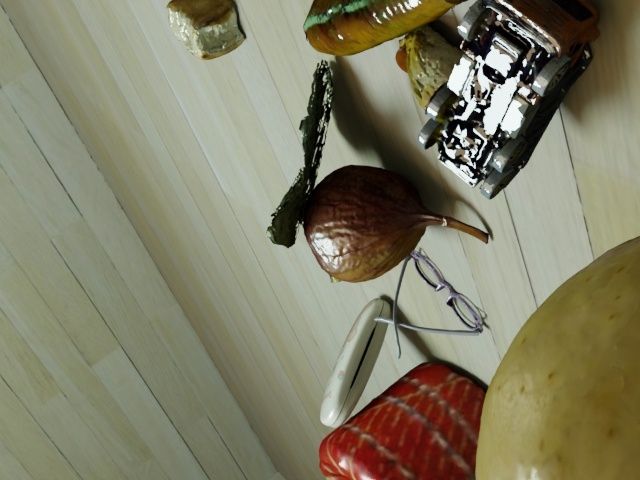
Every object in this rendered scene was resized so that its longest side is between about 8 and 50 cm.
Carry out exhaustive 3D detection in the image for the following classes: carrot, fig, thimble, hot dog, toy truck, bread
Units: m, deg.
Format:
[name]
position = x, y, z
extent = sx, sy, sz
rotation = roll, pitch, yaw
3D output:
[carrot]
position = 0.056, -0.215, 0.899
extent = 0.070, 0.070, 0.260
rotation = 57, 161, -13
[fig]
position = 0.082, -0.018, 1.117
extent = 0.201, 0.146, 0.134
rotation = 6, 139, 48
[thimble]
position = 0.174, 0.370, 1.462
extent = 0.350, 0.230, 0.350
rotation = 48, 162, 21
[hot dog]
position = 0.119, -0.134, 0.892
extent = 0.169, 0.061, 0.078
rotation = 42, 161, 33
[toy truck]
position = 0.143, -0.117, 0.771
extent = 0.083, 0.092, 0.192
rotation = 41, 147, 16
[bread]
position = -0.150, -0.280, 1.295
extent = 0.083, 0.070, 0.077
rotation = 45, 160, 32

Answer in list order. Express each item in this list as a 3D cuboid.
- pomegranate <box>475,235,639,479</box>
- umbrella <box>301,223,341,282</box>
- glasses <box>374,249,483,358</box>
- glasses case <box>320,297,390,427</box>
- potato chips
[pomegranate]
position = 0.250, 0.167, 0.552
extent = 0.410, 0.410, 0.410
rotation = 47, 162, 20
[umbrella]
position = 0.000, 0.000, 1.507
extent = 0.144, 0.040, 0.037
rotation = 64, 167, -22
[glasses]
position = 0.123, 0.091, 1.255
extent = 0.140, 0.103, 0.062
rotation = 51, 165, 19
[glasses case]
position = 0.052, 0.179, 1.467
extent = 0.051, 0.204, 0.081
rotation = 27, 159, -8
[potato chips]
position = -0.018, -0.085, 1.138
extent = 0.029, 0.220, 0.202
rotation = 15, 141, 5
